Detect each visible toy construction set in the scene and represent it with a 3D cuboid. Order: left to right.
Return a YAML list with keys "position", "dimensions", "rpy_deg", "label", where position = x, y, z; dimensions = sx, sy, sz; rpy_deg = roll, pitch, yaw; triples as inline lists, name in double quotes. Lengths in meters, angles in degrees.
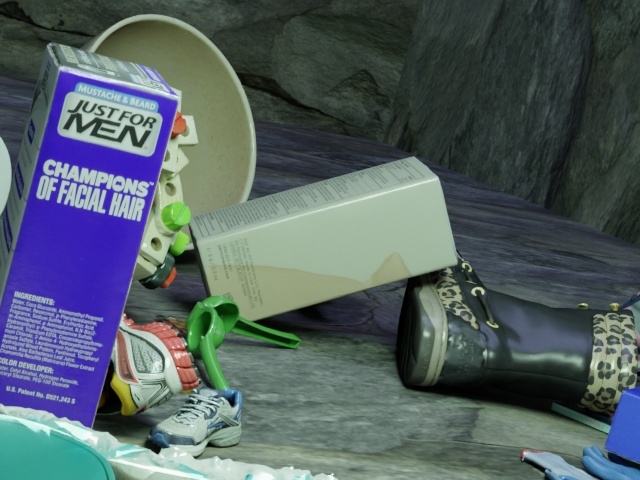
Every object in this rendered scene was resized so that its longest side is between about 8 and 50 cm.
- position: [-0.233, -0.042, 1.932]
  dimensions: [0.151, 0.215, 0.327]
  rpy_deg: [28, -32, -17]
  label: "toy construction set"

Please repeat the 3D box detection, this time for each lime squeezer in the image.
- position: [-0.110, 0.116, 1.853]
  dimensions: [0.110, 0.059, 0.310]
  rpy_deg: [52, 14, 3]
  label: "lime squeezer"

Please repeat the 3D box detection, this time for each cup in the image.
- position: [-0.290, -0.136, 2.326]
  dimensions: [0.237, 0.331, 0.331]
  rpy_deg: [-9, -10, 43]
  label: "cup"

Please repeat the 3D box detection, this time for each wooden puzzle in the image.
- position: [-0.159, 0.105, 1.933]
  dimensions: [0.049, 0.006, 0.083]
  rpy_deg: [9, 12, -33]
  label: "wooden puzzle"

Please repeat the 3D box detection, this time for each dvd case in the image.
- position: [0.356, 0.220, 2.063]
  dimensions: [0.087, 0.013, 0.119]
  rpy_deg: [22, 13, 33]
  label: "dvd case"

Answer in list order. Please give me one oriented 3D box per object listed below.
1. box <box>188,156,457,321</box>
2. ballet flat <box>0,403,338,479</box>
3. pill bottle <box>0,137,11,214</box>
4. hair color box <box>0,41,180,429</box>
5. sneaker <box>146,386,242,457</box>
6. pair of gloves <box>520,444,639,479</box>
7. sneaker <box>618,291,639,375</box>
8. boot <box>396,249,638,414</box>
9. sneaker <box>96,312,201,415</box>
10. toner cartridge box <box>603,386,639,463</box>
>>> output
- position: [0.000, 0.000, 2.044]
  dimensions: [0.311, 0.121, 0.148]
  rpy_deg: [-15, 15, -5]
  label: "box"
- position: [-0.143, 0.209, 1.131]
  dimensions: [0.409, 0.147, 0.147]
  rpy_deg: [15, 9, -17]
  label: "ballet flat"
- position: [-0.553, -0.115, 1.989]
  dimensions: [0.361, 0.204, 0.204]
  rpy_deg: [24, 13, 39]
  label: "pill bottle"
- position: [-0.218, 0.016, 1.371]
  dimensions: [0.110, 0.339, 0.185]
  rpy_deg: [12, 10, -15]
  label: "hair color box"
- position: [-0.116, 0.164, 1.525]
  dimensions: [0.052, 0.058, 0.135]
  rpy_deg: [19, 11, 23]
  label: "sneaker"
- position: [0.313, 0.258, 1.760]
  dimensions: [0.198, 0.023, 0.159]
  rpy_deg: [9, 11, -37]
  label: "pair of gloves"
- position: [0.438, 0.119, 2.222]
  dimensions: [0.112, 0.131, 0.319]
  rpy_deg: [9, -8, -34]
  label: "sneaker"
- position: [0.247, 0.109, 2.096]
  dimensions: [0.284, 0.138, 0.377]
  rpy_deg: [10, 14, 0]
  label: "boot"
- position: [-0.212, 0.114, 1.558]
  dimensions: [0.092, 0.088, 0.225]
  rpy_deg: [-30, 19, -31]
  label: "sneaker"
- position: [0.468, 0.229, 1.937]
  dimensions: [0.165, 0.075, 0.348]
  rpy_deg: [21, 7, 25]
  label: "toner cartridge box"
